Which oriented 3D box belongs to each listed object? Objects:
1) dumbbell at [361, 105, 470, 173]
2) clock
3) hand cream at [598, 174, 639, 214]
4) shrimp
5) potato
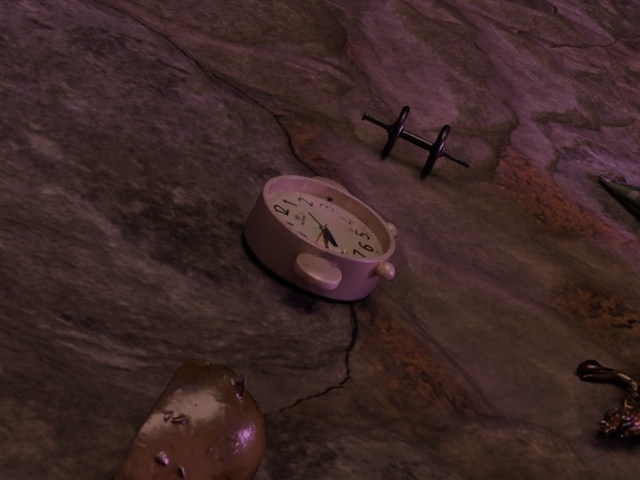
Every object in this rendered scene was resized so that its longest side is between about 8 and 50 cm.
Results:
[{"bbox_3d":[0.120,-0.125,1.984,0.147,0.069,0.069,25,25,0],"label":"dumbbell"},{"bbox_3d":[0.000,0.000,1.647,0.155,0.063,0.229,24,28,-9],"label":"clock"},{"bbox_3d":[0.469,-0.034,2.149,0.086,0.055,0.235,13,21,-30],"label":"hand cream"},{"bbox_3d":[0.307,0.162,1.640,0.124,0.034,0.178,38,27,32],"label":"shrimp"},{"bbox_3d":[-0.089,0.147,1.244,0.100,0.089,0.172,29,24,4],"label":"potato"}]
